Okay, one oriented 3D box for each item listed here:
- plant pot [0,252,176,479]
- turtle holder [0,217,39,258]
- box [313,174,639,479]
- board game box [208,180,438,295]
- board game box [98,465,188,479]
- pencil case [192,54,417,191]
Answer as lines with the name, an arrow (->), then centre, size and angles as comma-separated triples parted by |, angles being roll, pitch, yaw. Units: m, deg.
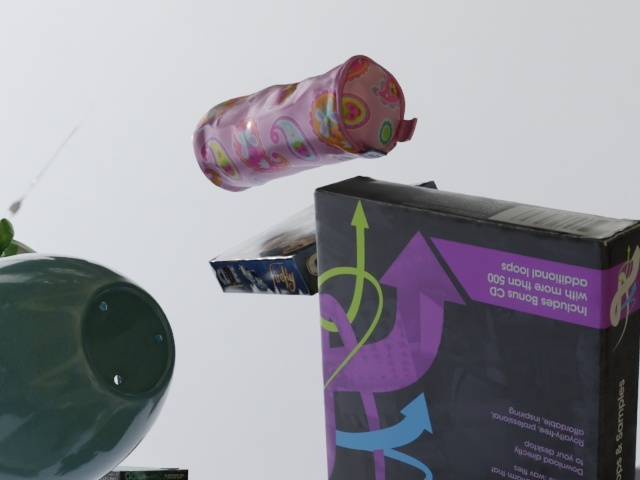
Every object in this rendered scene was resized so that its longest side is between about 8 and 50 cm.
plant pot -> -0.278, 0.135, 1.187 | 0.290, 0.195, 0.290 | 27, -127, -42
turtle holder -> -0.465, 0.155, 1.537 | 0.243, 0.227, 0.320 | 29, -152, -55
box -> 0.050, 0.065, 0.358 | 0.029, 0.116, 0.162 | -20, -67, -43
board game box -> 0.000, 0.000, 1.073 | 0.165, 0.243, 0.042 | -29, -80, -23
board game box -> -0.293, 0.328, 1.471 | 0.126, 0.186, 0.026 | 13, -107, -50
pencil case -> -0.026, -0.130, 1.237 | 0.124, 0.284, 0.124 | 8, -102, -43
